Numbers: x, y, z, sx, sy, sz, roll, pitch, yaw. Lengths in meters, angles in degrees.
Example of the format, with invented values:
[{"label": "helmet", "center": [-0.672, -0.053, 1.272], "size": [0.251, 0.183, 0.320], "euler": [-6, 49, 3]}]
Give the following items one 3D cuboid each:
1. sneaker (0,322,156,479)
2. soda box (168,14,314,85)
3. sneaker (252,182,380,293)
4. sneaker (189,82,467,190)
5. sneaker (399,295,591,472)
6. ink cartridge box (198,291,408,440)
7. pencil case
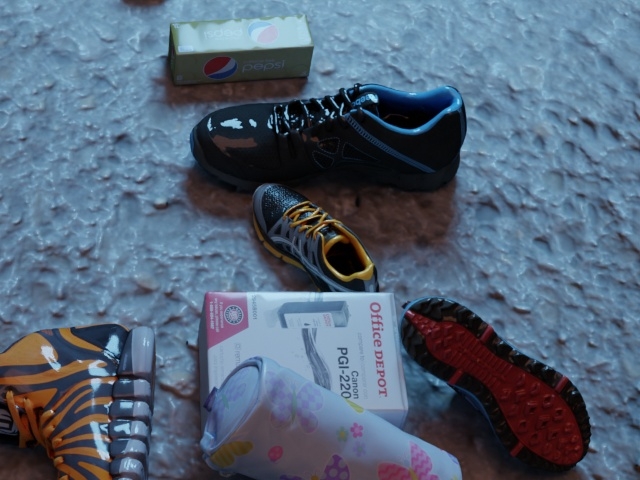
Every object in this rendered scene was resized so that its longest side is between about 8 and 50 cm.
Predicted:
[{"label": "sneaker", "center": [-0.268, 0.222, 1.541], "size": [0.180, 0.124, 0.321], "euler": [2, 44, -3]}, {"label": "soda box", "center": [-0.103, -0.246, 1.923], "size": [0.181, 0.061, 0.058], "euler": [-5, 55, -12]}, {"label": "sneaker", "center": [0.000, 0.000, 1.753], "size": [0.084, 0.083, 0.215], "euler": [-33, 65, -26]}, {"label": "sneaker", "center": [0.011, -0.143, 1.821], "size": [0.341, 0.139, 0.125], "euler": [-2, 57, -9]}, {"label": "sneaker", "center": [0.198, 0.148, 1.664], "size": [0.262, 0.125, 0.104], "euler": [44, 94, -5]}, {"label": "ink cartridge box", "center": [-0.021, 0.142, 1.642], "size": [0.218, 0.092, 0.158], "euler": [2, 55, -10]}, {"label": "pencil case", "center": [0.013, 0.224, 1.519], "size": [0.273, 0.113, 0.124], "euler": [29, 72, -19]}]
